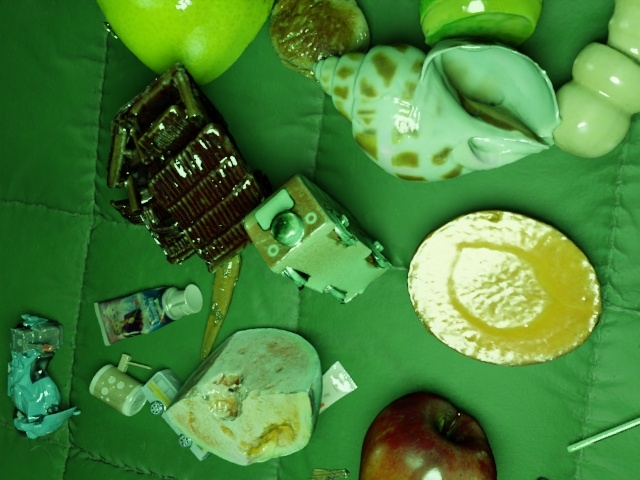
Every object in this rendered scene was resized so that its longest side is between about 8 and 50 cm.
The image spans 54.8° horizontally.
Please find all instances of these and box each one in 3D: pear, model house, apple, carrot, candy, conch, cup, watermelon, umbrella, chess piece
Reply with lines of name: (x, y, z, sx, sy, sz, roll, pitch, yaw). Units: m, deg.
pear: (-0.228, -0.492, 1.092, 0.317, 0.238, 0.343, -23, 85, 28)
model house: (-0.237, -0.078, 1.079, 0.317, 0.297, 0.283, -33, 76, 16)
apple: (0.166, 0.362, 0.995, 0.233, 0.234, 0.234, 1, 93, 20)
carrot: (-0.202, 0.136, 1.211, 0.049, 0.049, 0.255, 21, 103, 18)
candy: (0.513, 0.269, 0.943, 0.287, 0.078, 0.084, -34, 64, 22)
conch: (0.166, -0.215, 0.960, 0.367, 0.197, 0.250, 13, 125, -9)
cup: (-0.405, 0.301, 1.282, 0.099, 0.102, 0.074, 26, 139, 16)
carrot: (0.293, 0.081, 0.999, 0.307, 0.100, 0.259, 15, 100, 17)
watermelon: (-0.105, 0.285, 1.129, 0.321, 0.188, 0.175, -3, 118, 30)
umbrella: (0.014, 0.441, 1.156, 0.083, 0.020, 0.032, -19, 47, 19)
chess piece: (0.451, -0.261, 0.909, 0.167, 0.167, 0.300, 37, 111, 15)

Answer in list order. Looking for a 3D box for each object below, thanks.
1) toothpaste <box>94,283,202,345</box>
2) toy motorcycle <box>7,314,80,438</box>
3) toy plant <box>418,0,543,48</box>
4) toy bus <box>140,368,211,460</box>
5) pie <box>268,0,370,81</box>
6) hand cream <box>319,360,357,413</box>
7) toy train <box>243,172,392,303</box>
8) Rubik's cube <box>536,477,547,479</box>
toothpaste: (-0.362, 0.147, 1.265, 0.265, 0.061, 0.096, -17, 88, 26)
toy motorcycle: (-0.600, 0.299, 1.319, 0.182, 0.123, 0.273, 3, 94, 30)
toy plant: (0.246, -0.466, 0.962, 0.224, 0.184, 0.316, -9, 78, 38)
toy bus: (-0.273, 0.344, 1.234, 0.190, 0.064, 0.075, 42, 93, 13)
pie: (-0.006, -0.370, 1.099, 0.193, 0.079, 0.163, 20, 95, 17)
hand cream: (-0.027, 0.316, 1.160, 0.216, 0.038, 0.052, -42, 106, 13)
toy train: (0.000, 0.000, 0.989, 0.129, 0.326, 0.159, -42, 62, 9)
Rubik's cube: (0.365, 0.585, 0.892, 0.291, 0.287, 0.293, 32, 102, 17)
